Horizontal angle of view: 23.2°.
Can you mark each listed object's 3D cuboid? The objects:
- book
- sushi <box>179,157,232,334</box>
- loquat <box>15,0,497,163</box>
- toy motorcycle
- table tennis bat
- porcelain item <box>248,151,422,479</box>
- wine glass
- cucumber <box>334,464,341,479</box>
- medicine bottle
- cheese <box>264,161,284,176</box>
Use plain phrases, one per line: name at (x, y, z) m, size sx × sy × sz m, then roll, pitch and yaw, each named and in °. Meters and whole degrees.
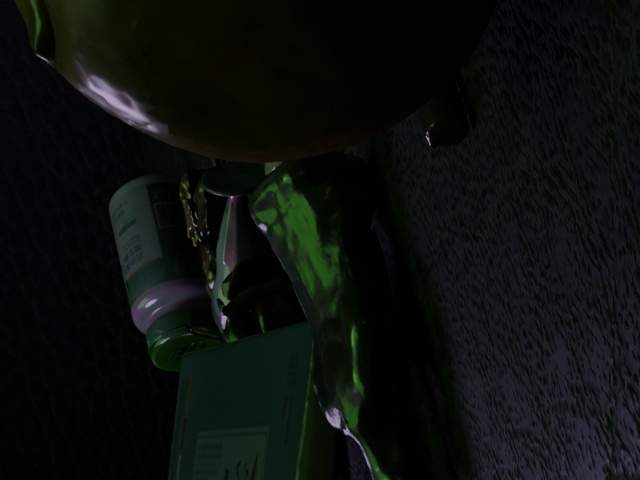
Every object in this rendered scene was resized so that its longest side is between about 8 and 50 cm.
book at (-0.061, 0.198, 1.128) m, size 0.379 × 0.031 × 0.264 m, roll 160°, pitch 115°, yaw -71°
sushi at (-0.123, -0.012, 1.801) m, size 0.294 × 0.059 × 0.292 m, roll -165°, pitch 64°, yaw -81°
loquat at (-0.023, -0.133, 0.582) m, size 0.208 × 0.208 × 0.208 m, roll 168°, pitch 90°, yaw -81°
toy motorcycle at (-0.030, 0.087, 1.262) m, size 0.212 × 0.084 × 0.118 m, roll -126°, pitch 26°, yaw -52°
table tennis bat at (-0.009, -0.112, 0.736) m, size 0.107 × 0.119 × 0.169 m, roll 94°, pitch 164°, yaw -62°
porcelain item at (0.021, 0.054, 0.925) m, size 0.081 × 0.069 × 0.215 m, roll -44°, pitch 53°, yaw 43°
wine glass at (-0.075, 0.007, 1.466) m, size 0.073 × 0.073 × 0.155 m, roll -115°, pitch 16°, yaw -57°
cucumber at (-0.002, 0.172, 1.338) m, size 0.067 × 0.035 × 0.107 m, roll 44°, pitch 148°, yaw 42°
medicine bottle at (-0.213, 0.047, 2.212) m, size 0.133 × 0.133 × 0.274 m, roll 91°, pitch 164°, yaw -55°
cheese at (0.000, 0.000, 1.085) m, size 0.065 × 0.043 × 0.194 m, roll 106°, pitch 153°, yaw -55°
